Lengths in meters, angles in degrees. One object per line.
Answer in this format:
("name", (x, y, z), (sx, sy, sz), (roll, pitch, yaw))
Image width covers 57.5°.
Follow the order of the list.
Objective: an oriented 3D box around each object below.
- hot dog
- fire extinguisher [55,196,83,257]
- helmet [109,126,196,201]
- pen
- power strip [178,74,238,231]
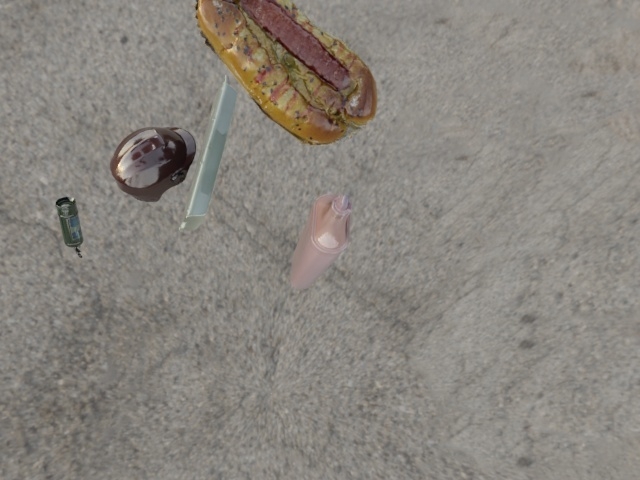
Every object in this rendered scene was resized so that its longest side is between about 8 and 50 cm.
("hot dog", (-0.040, -0.212, 0.678), (0.253, 0.069, 0.131), (41, 81, -20))
("fire extinguisher", (-0.331, -0.018, 0.772), (0.038, 0.083, 0.025), (31, 43, 34))
("helmet", (-0.241, -0.114, 0.812), (0.123, 0.070, 0.098), (-44, 64, 12))
("pen", (0.000, 0.000, 0.524), (0.032, 0.197, 0.053), (8, 71, -9))
("power strip", (-0.151, -0.125, 0.807), (0.027, 0.060, 0.252), (17, 66, -17))
